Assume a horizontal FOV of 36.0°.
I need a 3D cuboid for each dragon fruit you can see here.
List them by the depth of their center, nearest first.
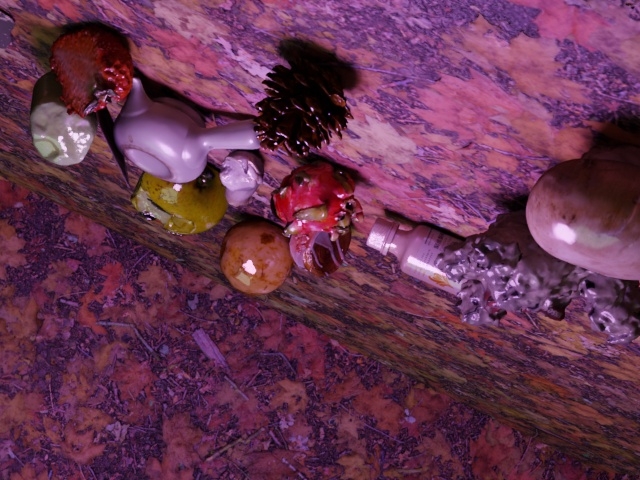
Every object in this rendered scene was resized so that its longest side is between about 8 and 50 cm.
[{"bbox_3d":[-0.004,-0.075,2.000,0.160,0.166,0.172,32,163,-39],"label":"dragon fruit"}]

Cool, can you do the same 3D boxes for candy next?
[{"bbox_3d":[-0.538,-0.264,2.054,0.142,0.132,0.343,17,-164,-17],"label":"candy"}]

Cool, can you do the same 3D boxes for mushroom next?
[{"bbox_3d":[0.414,-0.039,1.384,0.255,0.184,0.255,25,164,7],"label":"mushroom"},{"bbox_3d":[-0.173,-0.138,2.209,0.099,0.096,0.278,26,170,-1],"label":"mushroom"}]

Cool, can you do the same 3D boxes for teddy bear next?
[{"bbox_3d":[0.348,0.061,1.656,0.357,0.224,0.367,6,-176,30],"label":"teddy bear"}]

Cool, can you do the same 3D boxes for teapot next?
[{"bbox_3d":[-0.271,-0.201,2.028,0.318,0.149,0.220,22,162,8],"label":"teapot"}]

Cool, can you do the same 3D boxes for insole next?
[{"bbox_3d":[-0.693,-0.453,2.104,0.081,0.011,0.248,29,166,-20],"label":"insole"}]

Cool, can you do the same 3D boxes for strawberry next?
[{"bbox_3d":[-0.421,-0.326,1.886,0.106,0.236,0.175,12,134,-42],"label":"strawberry"}]

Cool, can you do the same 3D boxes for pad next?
[{"bbox_3d":[-0.445,-0.235,2.075,0.266,0.002,0.176,-115,5,-52],"label":"pad"}]

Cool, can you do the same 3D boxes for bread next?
[{"bbox_3d":[0.000,0.000,2.285,0.073,0.160,0.160,26,169,39],"label":"bread"}]

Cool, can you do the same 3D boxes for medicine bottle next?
[{"bbox_3d":[0.223,0.028,2.094,0.252,0.114,0.114,23,166,7],"label":"medicine bottle"}]

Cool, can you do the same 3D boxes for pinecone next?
[{"bbox_3d":[-0.033,-0.209,1.579,0.173,0.174,0.173,23,166,6],"label":"pinecone"}]

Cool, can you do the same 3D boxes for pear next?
[{"bbox_3d":[-0.330,-0.114,2.425,0.238,0.164,0.255,31,164,-13],"label":"pear"}]

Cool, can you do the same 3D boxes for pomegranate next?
[{"bbox_3d":[-0.165,0.043,2.660,0.215,0.215,0.215,23,166,6],"label":"pomegranate"}]

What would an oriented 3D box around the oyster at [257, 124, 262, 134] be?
[{"bbox_3d":[-0.087,-0.212,1.904,0.083,0.038,0.080,30,163,-16],"label":"oyster"}]
